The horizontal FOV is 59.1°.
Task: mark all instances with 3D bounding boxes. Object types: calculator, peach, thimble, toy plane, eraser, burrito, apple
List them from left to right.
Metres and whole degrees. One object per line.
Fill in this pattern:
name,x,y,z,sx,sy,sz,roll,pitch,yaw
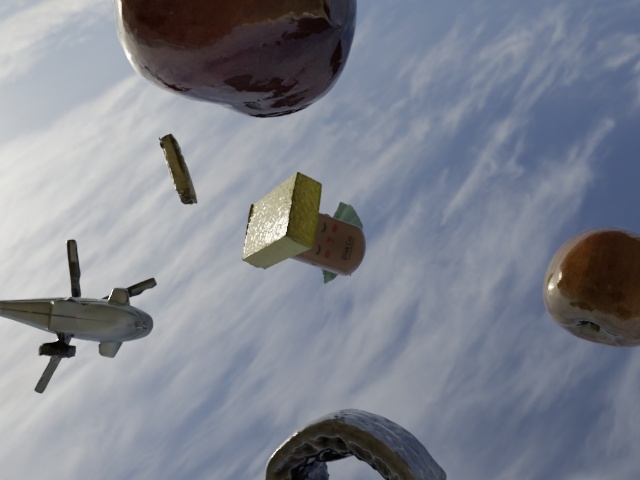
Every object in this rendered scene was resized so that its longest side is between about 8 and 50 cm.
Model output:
toy plane,-0.326,0.071,0.637,0.107,0.273,0.182,-3,-121,55
burrito,-0.330,-0.167,1.310,0.045,0.041,0.185,-27,-107,20
peach,-0.046,-0.142,0.357,0.152,0.152,0.152,-13,-132,16
eraser,-0.055,-0.024,0.762,0.122,0.045,0.097,-25,-130,49
calculator,0.000,0.000,1.033,0.175,0.032,0.100,19,-106,-13
thimble,0.055,0.361,0.819,0.246,0.157,0.217,11,-91,22
apple,0.456,0.071,0.894,0.188,0.188,0.173,11,-112,33

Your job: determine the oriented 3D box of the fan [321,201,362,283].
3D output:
fan,0.049,0.006,1.395,0.131,0.240,0.009,-14,-142,-33
